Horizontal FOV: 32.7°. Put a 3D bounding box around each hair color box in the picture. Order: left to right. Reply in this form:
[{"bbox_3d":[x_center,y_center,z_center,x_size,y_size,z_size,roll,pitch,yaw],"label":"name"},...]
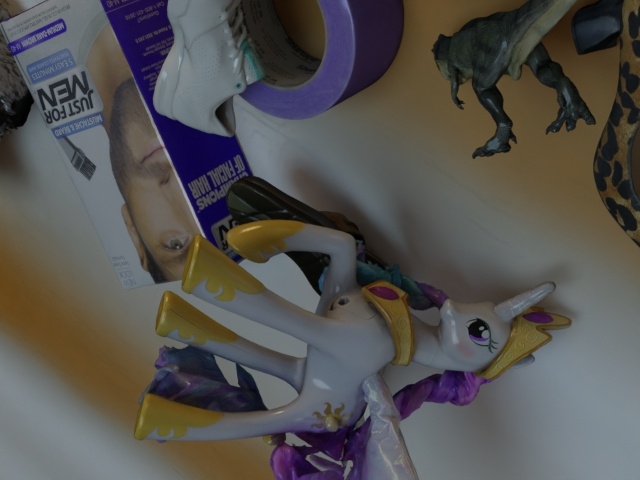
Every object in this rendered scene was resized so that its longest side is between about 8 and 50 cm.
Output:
[{"bbox_3d":[-0.203,-0.122,1.221,0.185,0.110,0.338,-11,109,43],"label":"hair color box"}]

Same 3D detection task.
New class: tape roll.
[{"bbox_3d":[-0.022,-0.214,1.023,0.189,0.080,0.189,21,128,30],"label":"tape roll"}]

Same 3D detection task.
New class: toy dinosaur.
[{"bbox_3d":[0.155,-0.134,0.856,0.268,0.064,0.118,-18,85,66],"label":"toy dinosaur"}]

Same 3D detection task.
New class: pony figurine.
[{"bbox_3d":[0.018,0.144,1.042,0.364,0.302,0.351,13,122,-14],"label":"pony figurine"}]

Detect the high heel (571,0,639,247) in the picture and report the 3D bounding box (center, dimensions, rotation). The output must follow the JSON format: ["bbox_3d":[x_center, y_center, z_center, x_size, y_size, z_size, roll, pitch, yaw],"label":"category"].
[{"bbox_3d":[0.272,-0.070,0.793,0.186,0.093,0.261,180,67,-79],"label":"high heel"}]

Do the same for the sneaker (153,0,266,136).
[{"bbox_3d":[-0.089,-0.183,1.001,0.094,0.080,0.212,29,139,9],"label":"sneaker"}]

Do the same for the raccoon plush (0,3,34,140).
[{"bbox_3d":[-0.504,-0.248,1.412,0.299,0.216,0.446,-22,70,60],"label":"raccoon plush"}]

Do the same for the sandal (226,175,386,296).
[{"bbox_3d":[0.000,0.000,1.143,0.219,0.060,0.090,36,137,-7],"label":"sandal"}]
